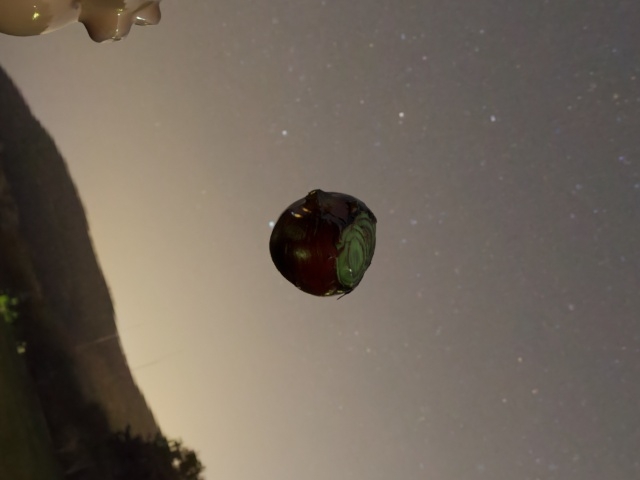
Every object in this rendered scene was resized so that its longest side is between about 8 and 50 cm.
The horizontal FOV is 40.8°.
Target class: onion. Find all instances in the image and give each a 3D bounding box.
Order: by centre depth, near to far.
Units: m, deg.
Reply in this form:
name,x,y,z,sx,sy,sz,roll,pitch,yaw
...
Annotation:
name,x,y,z,sx,sy,sz,roll,pitch,yaw
onion,0.000,0.000,0.889,0.119,0.117,0.118,10,-69,28

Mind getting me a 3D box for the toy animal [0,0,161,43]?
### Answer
name,x,y,z,sx,sy,sz,roll,pitch,yaw
toy animal,-0.186,-0.304,0.608,0.237,0.269,0.326,-163,-127,-71
